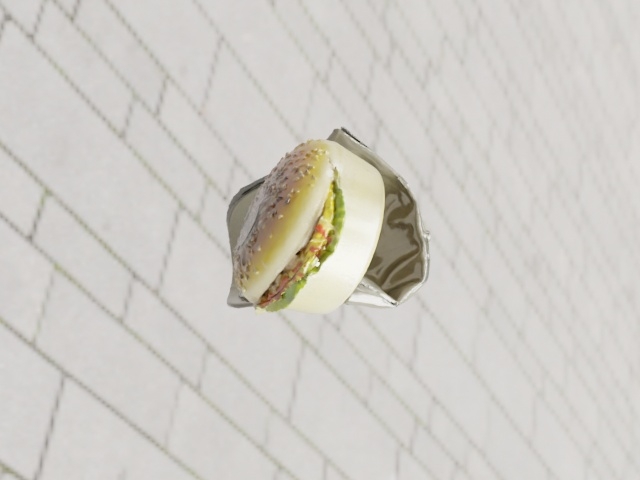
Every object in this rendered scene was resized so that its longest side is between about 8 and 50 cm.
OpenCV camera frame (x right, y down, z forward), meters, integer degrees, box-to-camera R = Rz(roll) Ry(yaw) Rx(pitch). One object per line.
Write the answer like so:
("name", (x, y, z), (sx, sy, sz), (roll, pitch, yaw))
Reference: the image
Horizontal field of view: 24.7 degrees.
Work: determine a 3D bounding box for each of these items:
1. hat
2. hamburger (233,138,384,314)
("hat", (0.000, 0.000, 1.166), (0.085, 0.175, 0.147), (22, 61, -45))
("hamburger", (-0.012, -0.007, 1.020), (0.081, 0.126, 0.141), (20, 47, -20))
